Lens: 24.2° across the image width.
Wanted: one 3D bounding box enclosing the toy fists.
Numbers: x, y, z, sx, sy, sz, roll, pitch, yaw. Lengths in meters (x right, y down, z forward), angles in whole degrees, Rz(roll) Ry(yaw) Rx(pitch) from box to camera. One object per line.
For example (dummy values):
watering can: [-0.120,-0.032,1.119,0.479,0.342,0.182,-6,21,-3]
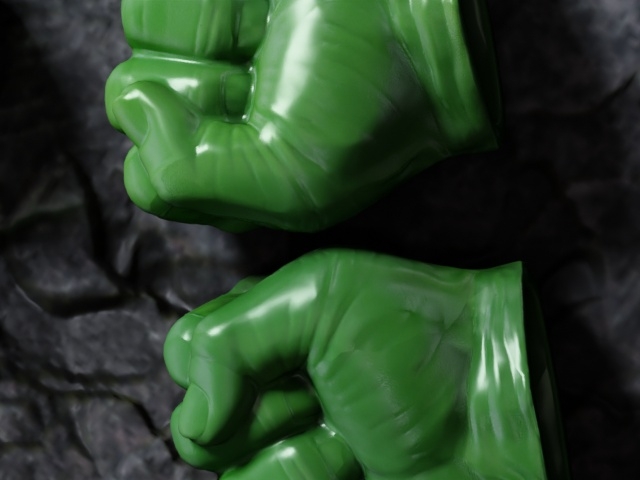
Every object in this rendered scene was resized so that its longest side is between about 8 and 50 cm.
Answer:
toy fists: [0.000,0.000,0.547,0.142,0.096,0.279,-11,93,16]
